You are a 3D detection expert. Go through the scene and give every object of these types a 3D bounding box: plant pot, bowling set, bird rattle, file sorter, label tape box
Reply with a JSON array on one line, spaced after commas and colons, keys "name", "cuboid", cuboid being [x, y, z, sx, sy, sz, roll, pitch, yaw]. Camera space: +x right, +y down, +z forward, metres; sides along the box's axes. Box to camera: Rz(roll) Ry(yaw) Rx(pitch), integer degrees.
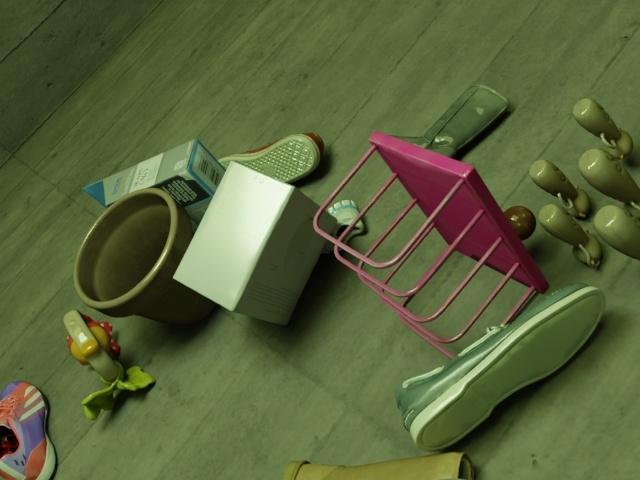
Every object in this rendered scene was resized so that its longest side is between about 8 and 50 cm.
[{"name": "plant pot", "cuboid": [-0.317, 0.061, 1.391, 0.263, 0.229, 0.263, -19, 52, 26]}, {"name": "bowling set", "cuboid": [0.387, -0.050, 1.041, 0.199, 0.154, 0.287, -31, 38, 41]}, {"name": "bird rattle", "cuboid": [-0.446, 0.216, 1.402, 0.143, 0.207, 0.253, -27, 47, -11]}, {"name": "file sorter", "cuboid": [0.156, 0.020, 1.019, 0.182, 0.291, 0.202, -50, 40, -7]}, {"name": "label tape box", "cuboid": [-0.334, -0.060, 1.521, 0.333, 0.241, 0.106, -18, 46, 26]}]

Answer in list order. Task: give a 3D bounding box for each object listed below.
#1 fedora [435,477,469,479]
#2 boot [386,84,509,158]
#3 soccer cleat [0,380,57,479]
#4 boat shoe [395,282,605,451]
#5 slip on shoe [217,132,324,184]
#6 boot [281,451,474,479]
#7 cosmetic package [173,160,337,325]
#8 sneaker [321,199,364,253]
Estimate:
[{"name": "fedora", "cuboid": [0.171, 0.417, 0.764, 0.243, 0.124, 0.276, 4, 69, 44]}, {"name": "boot", "cuboid": [0.232, -0.223, 1.347, 0.189, 0.076, 0.209, 33, 84, 35]}, {"name": "soccer cleat", "cuboid": [-0.638, 0.385, 1.450, 0.108, 0.116, 0.318, -43, 40, -2]}, {"name": "boat shoe", "cuboid": [0.236, 0.151, 0.944, 0.319, 0.116, 0.099, -39, 38, 2]}, {"name": "slip on shoe", "cuboid": [-0.128, -0.161, 1.567, 0.331, 0.123, 0.101, -18, 12, 32]}, {"name": "boot", "cuboid": [0.058, 0.393, 0.912, 0.269, 0.089, 0.236, -9, 53, 28]}, {"name": "cosmetic package", "cuboid": [-0.107, 0.013, 1.222, 0.138, 0.224, 0.225, 23, 86, 24]}, {"name": "sneaker", "cuboid": [0.000, 0.000, 1.335, 0.190, 0.071, 0.083, -34, 46, 9]}]
